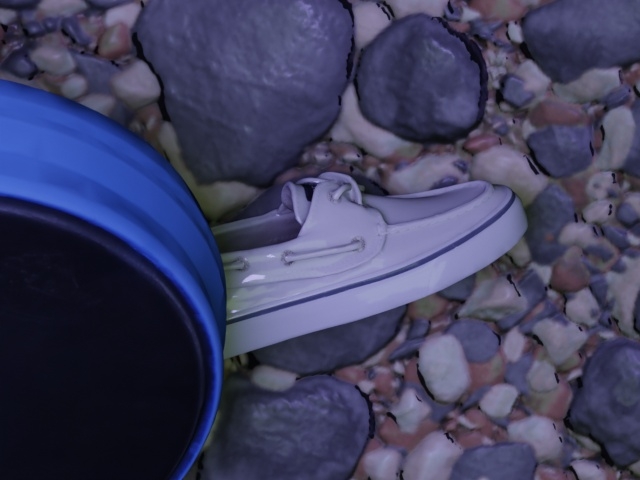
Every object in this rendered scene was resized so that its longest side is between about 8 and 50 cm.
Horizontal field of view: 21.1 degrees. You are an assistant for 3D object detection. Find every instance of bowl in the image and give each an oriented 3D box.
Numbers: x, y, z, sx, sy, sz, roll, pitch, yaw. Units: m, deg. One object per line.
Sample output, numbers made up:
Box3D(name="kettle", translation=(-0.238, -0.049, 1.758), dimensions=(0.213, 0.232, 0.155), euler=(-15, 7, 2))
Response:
Box3D(name="bowl", translation=(-0.237, 0.080, 0.948), dimensions=(0.391, 0.077, 0.391), euler=(-11, 137, -10))

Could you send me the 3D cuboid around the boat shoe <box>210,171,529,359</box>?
Box3D(name="boat shoe", translation=(0.000, 0.000, 1.097), dimensions=(0.268, 0.096, 0.088), euler=(-17, 107, -2))
